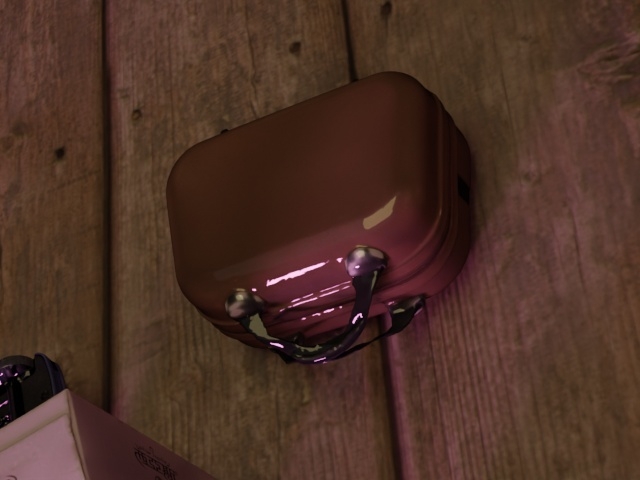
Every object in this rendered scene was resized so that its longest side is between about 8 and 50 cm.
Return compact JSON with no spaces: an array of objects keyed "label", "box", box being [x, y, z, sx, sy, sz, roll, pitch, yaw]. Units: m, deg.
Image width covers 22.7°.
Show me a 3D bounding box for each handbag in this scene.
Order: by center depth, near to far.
[{"label":"handbag","box":[0.000,0.000,1.566,0.302,0.149,0.283,-19,52,21]}]

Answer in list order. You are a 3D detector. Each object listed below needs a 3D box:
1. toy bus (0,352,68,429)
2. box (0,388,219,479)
[{"label":"toy bus","box":[-0.360,0.246,1.666,0.292,0.133,0.125,-34,44,16]},{"label":"box","box":[-0.224,0.266,1.475,0.194,0.260,0.111,-32,49,15]}]
